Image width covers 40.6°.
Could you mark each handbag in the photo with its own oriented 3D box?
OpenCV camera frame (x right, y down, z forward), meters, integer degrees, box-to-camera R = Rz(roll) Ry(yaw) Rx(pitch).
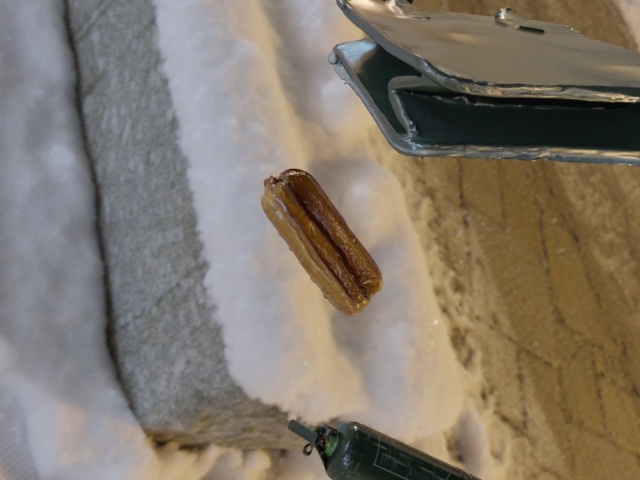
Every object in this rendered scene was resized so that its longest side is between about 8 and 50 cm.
[{"bbox_3d":[0.153,-0.148,0.751,0.248,0.079,0.260,0,29,-15],"label":"handbag"}]

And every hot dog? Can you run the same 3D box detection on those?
[{"bbox_3d":[0.000,0.000,0.860,0.165,0.045,0.071,53,50,-14],"label":"hot dog"}]

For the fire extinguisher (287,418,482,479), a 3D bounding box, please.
[{"bbox_3d":[0.100,0.348,1.318,0.311,0.114,0.095,27,86,-16],"label":"fire extinguisher"}]
